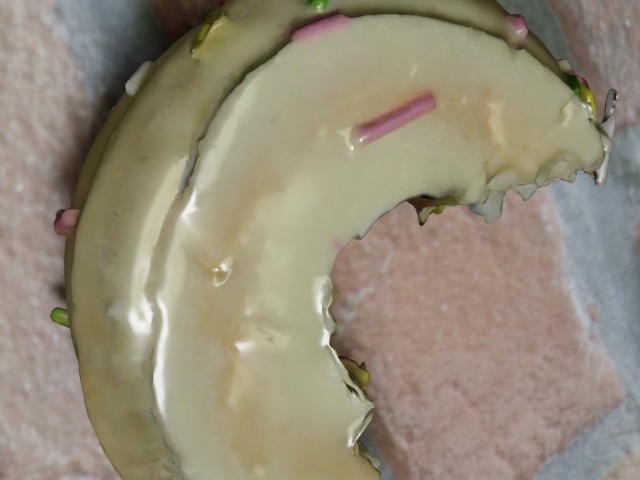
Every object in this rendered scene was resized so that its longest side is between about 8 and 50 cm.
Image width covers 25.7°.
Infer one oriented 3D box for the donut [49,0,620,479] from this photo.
[{"bbox_3d":[-0.009,0.004,0.850,0.307,0.150,0.371,30,87,-31],"label":"donut"}]
